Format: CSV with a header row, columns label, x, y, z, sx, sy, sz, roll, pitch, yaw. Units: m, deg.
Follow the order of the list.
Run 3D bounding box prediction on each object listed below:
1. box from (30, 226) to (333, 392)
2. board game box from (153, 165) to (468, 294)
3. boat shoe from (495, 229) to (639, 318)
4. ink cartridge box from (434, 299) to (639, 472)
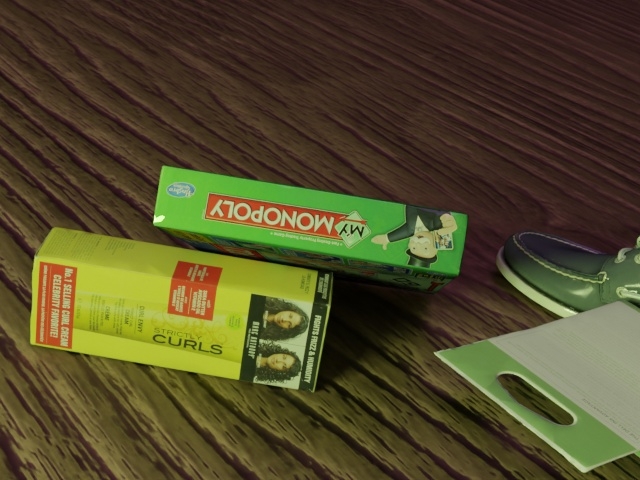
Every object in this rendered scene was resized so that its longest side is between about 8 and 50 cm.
label,x,y,z,sx,sy,sz,roll,pitch,yaw
box,-0.110,0.055,0.897,0.232,0.087,0.058,11,26,0
board game box,0.000,0.000,0.912,0.213,0.046,0.317,8,-5,4
boat shoe,0.323,0.040,1.065,0.319,0.099,0.116,23,29,26
ink cartridge box,0.228,0.127,0.905,0.235,0.056,0.171,-13,33,-33
